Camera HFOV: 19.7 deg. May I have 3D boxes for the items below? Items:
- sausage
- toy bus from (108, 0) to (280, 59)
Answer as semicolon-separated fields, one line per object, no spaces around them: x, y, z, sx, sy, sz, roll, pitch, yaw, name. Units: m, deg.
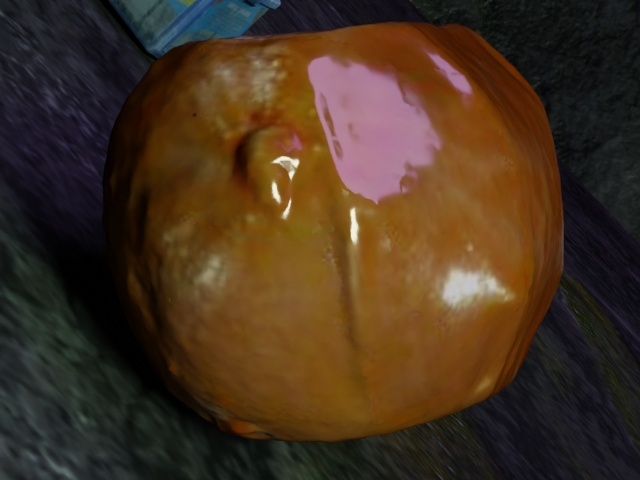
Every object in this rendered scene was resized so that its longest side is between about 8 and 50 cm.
0.010;-0.006;0.681;0.268;0.153;0.141;-14;93;-77;sausage
-0.122;-0.207;1.062;0.236;0.094;0.079;51;6;18;toy bus
